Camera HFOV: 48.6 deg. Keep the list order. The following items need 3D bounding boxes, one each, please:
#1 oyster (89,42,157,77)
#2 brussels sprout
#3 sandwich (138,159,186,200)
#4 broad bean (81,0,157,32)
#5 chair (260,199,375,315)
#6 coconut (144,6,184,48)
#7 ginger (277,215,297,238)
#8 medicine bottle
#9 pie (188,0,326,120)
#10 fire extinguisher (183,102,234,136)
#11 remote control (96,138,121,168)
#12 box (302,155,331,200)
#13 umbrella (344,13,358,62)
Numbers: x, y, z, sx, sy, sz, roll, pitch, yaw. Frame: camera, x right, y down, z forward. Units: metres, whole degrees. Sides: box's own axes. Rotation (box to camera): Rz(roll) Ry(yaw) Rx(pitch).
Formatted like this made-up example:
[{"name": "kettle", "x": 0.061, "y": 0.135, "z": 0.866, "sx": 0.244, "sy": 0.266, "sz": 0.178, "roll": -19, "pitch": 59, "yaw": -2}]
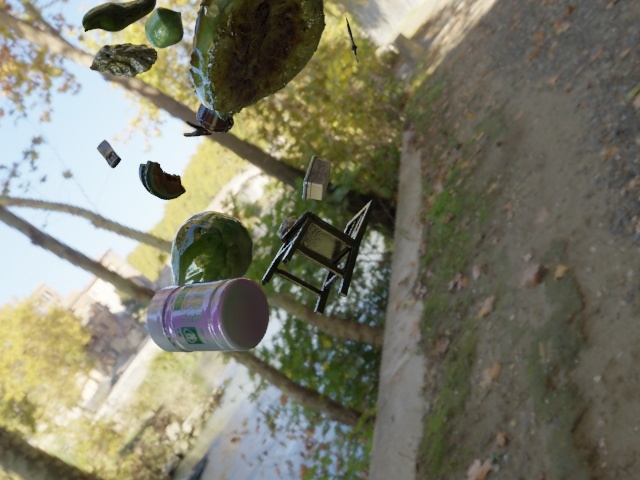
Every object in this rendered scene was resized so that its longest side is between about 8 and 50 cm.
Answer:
[{"name": "oyster", "x": -0.643, "y": -0.607, "z": 2.331, "sx": 0.072, "sy": 0.209, "sz": 0.133, "roll": 110, "pitch": 163, "yaw": -71}, {"name": "brussels sprout", "x": -0.399, "y": 0.063, "z": 2.537, "sx": 0.289, "sy": 0.281, "sz": 0.355, "roll": 5, "pitch": 71, "yaw": 41}, {"name": "sandwich", "x": -0.336, "y": -0.122, "z": 1.503, "sx": 0.067, "sy": 0.029, "sz": 0.135, "roll": -49, "pitch": -38, "yaw": 4}, {"name": "broad bean", "x": -0.521, "y": -0.616, "z": 1.900, "sx": 0.325, "sy": 0.067, "sz": 0.075, "roll": -49, "pitch": -41, "yaw": -46}, {"name": "chair", "x": 0.000, "y": 0.000, "z": 2.367, "sx": 0.203, "sy": 0.240, "sz": 0.416, "roll": -47, "pitch": 19, "yaw": 49}, {"name": "coconut", "x": -0.339, "y": -0.468, "z": 1.554, "sx": 0.096, "sy": 0.088, "sz": 0.088, "roll": -33, "pitch": 14, "yaw": 24}, {"name": "ginger", "x": -0.109, "y": -0.017, "z": 2.754, "sx": 0.096, "sy": 0.165, "sz": 0.067, "roll": -27, "pitch": -18, "yaw": 4}, {"name": "medicine bottle", "x": -0.331, "y": 0.222, "z": 2.079, "sx": 0.325, "sy": 0.212, "sz": 0.212, "roll": -8, "pitch": 36, "yaw": 40}, {"name": "pie", "x": -0.124, "y": -0.376, "z": 1.344, "sx": 0.288, "sy": 0.103, "sz": 0.355, "roll": -37, "pitch": -23, "yaw": -24}, {"name": "fire extinguisher", "x": -0.267, "y": -0.389, "z": 1.872, "sx": 0.341, "sy": 0.141, "sz": 0.105, "roll": -55, "pitch": 32, "yaw": 42}, {"name": "remote control", "x": -0.833, "y": -0.342, "z": 2.789, "sx": 0.059, "sy": 0.028, "sz": 0.212, "roll": -51, "pitch": 43, "yaw": 2}, {"name": "box", "x": -0.009, "y": -0.181, "z": 2.100, "sx": 0.089, "sy": 0.062, "sz": 0.122, "roll": 97, "pitch": -173, "yaw": -50}, {"name": "umbrella", "x": 0.094, "y": -0.605, "z": 2.129, "sx": 0.022, "sy": 0.149, "sz": 0.022, "roll": -12, "pitch": 22, "yaw": 18}]
